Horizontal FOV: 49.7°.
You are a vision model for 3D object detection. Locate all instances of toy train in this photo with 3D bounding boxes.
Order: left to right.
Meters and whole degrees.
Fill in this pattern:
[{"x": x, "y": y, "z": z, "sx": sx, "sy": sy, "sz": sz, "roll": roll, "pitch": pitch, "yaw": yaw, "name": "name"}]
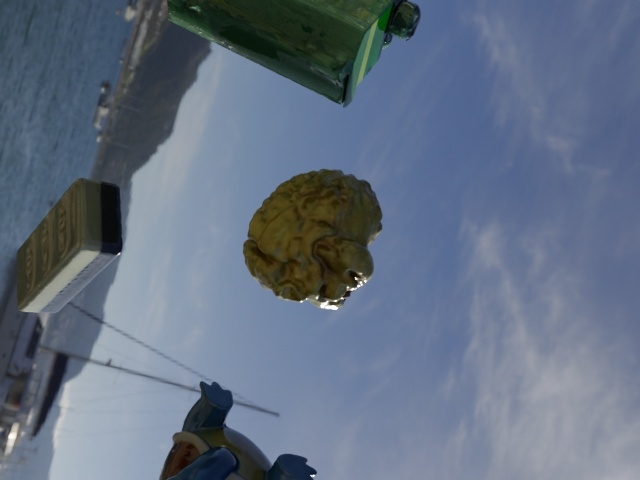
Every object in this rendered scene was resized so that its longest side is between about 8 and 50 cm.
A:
[{"x": -0.032, "y": -0.304, "z": 0.859, "sx": 0.202, "sy": 0.300, "sz": 0.120, "roll": -53, "pitch": 166, "yaw": -39, "name": "toy train"}]

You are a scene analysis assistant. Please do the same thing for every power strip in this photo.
[{"x": -0.359, "y": 0.017, "z": 0.966, "sx": 0.256, "sy": 0.070, "sz": 0.105, "roll": -35, "pitch": -124, "yaw": 43, "name": "power strip"}]

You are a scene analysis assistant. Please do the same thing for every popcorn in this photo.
[{"x": 0.000, "y": 0.000, "z": 1.067, "sx": 0.203, "sy": 0.225, "sz": 0.200, "roll": 48, "pitch": -45, "yaw": 41, "name": "popcorn"}]

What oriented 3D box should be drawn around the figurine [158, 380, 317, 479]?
[{"x": -0.140, "y": 0.380, "z": 1.032, "sx": 0.243, "sy": 0.297, "sz": 0.416, "roll": -53, "pitch": 164, "yaw": -25, "name": "figurine"}]
